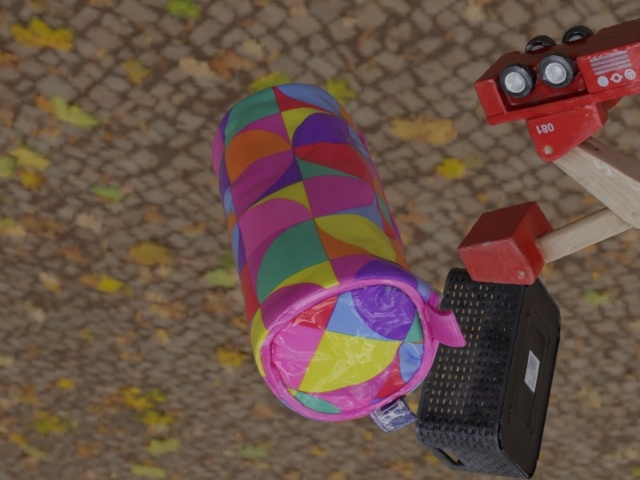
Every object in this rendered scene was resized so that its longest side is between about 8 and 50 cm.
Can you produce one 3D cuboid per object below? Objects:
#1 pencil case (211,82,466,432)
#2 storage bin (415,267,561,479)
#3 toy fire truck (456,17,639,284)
[{"bbox_3d":[0.000,0.000,0.697,0.104,0.236,0.104,-7,124,-10],"label":"pencil case"},{"bbox_3d":[0.165,0.127,1.201,0.084,0.180,0.122,2,155,29],"label":"storage bin"},{"bbox_3d":[0.153,-0.050,0.700,0.192,0.047,0.135,-10,115,37],"label":"toy fire truck"}]
